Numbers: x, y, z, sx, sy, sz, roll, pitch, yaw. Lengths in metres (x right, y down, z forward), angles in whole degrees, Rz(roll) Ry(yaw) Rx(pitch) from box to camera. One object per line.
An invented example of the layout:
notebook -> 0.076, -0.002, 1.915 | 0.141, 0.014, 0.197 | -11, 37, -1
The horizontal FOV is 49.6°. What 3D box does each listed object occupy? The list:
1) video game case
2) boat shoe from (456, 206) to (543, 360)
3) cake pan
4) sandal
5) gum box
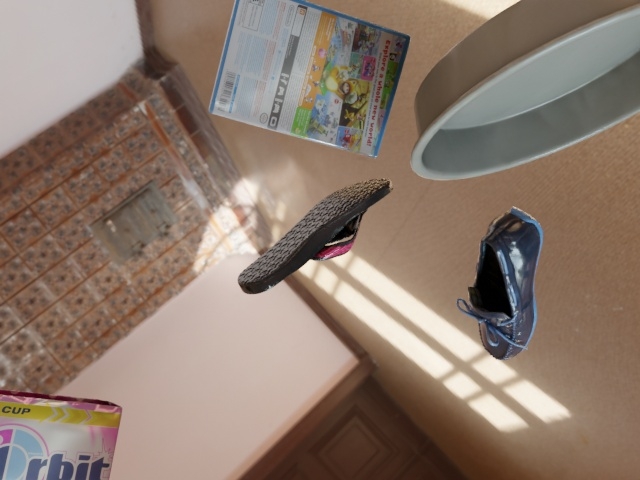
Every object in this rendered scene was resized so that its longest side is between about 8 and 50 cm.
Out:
video game case -> -0.009, -0.154, 0.641 | 0.166, 0.119, 0.015 | 13, -171, -17
boat shoe -> 0.233, 0.070, 0.946 | 0.109, 0.089, 0.259 | 31, 142, 45
cake pan -> 0.207, -0.140, 0.602 | 0.293, 0.293, 0.054 | 121, 131, -69
sandal -> 0.000, 0.000, 0.654 | 0.040, 0.179, 0.067 | 58, 159, -21
gum box -> -0.289, 0.193, 0.630 | 0.188, 0.107, 0.062 | 14, 168, -27
